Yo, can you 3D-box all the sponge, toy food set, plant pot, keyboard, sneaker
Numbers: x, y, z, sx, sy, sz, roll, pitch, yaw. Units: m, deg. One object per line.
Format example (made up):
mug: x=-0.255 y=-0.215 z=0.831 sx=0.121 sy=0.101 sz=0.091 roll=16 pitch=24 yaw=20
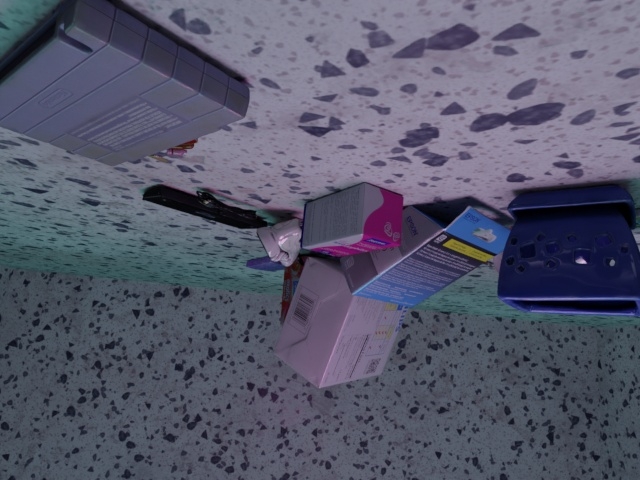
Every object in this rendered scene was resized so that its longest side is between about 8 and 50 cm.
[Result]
sponge: x=-0.200 y=0.095 z=1.945 sx=0.117 sy=0.031 sz=0.210 roll=14 pitch=166 yaw=-33
toy food set: x=-0.252 y=-0.167 z=0.825 sx=0.122 sy=0.019 sz=0.077 roll=-14 pitch=158 yaw=37
plant pot: x=0.481 y=0.025 z=0.928 sx=0.235 sy=0.212 sz=0.236 roll=-3 pitch=166 yaw=34
keyboard: x=-0.260 y=-0.077 z=1.202 sx=0.201 sy=0.033 sz=0.317 roll=1 pitch=169 yaw=44
sneaker: x=-0.079 y=-0.001 z=1.312 sx=0.118 sy=0.110 sz=0.292 roll=-30 pitch=175 yaw=2

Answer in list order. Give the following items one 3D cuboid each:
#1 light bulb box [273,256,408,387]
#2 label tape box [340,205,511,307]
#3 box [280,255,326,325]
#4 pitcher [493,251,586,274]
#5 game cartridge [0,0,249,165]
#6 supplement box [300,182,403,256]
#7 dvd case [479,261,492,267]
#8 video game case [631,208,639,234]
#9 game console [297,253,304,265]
light bulb box: x=0.089 y=0.263 z=1.627 sx=0.225 sy=0.358 sz=0.361 roll=28 pitch=-169 yaw=37
label tape box: x=0.257 y=0.020 z=1.159 sx=0.249 sy=0.115 sz=0.347 roll=17 pitch=133 yaw=-42
box: x=-0.054 y=0.189 z=1.780 sx=0.128 sy=0.257 sz=0.122 roll=-3 pitch=168 yaw=37
pitcher: x=0.536 y=0.039 z=1.221 sx=0.207 sy=0.126 sz=0.178 roll=-4 pitch=-176 yaw=-9
game cartridge: x=-0.290 y=-0.188 z=0.656 sx=0.354 sy=0.068 sz=0.230 roll=-6 pitch=167 yaw=40
supplement box: x=0.064 y=-0.038 z=1.056 sx=0.111 sy=0.114 sz=0.220 roll=14 pitch=163 yaw=-32
dvd case: x=0.490 y=0.073 z=1.599 sx=0.119 sy=0.013 sz=0.087 roll=12 pitch=166 yaw=-30
video game case: x=0.690 y=-0.042 z=0.986 sx=0.143 sy=0.019 sz=0.157 roll=15 pitch=165 yaw=-36
game console: x=-0.108 y=0.035 z=1.557 sx=0.071 sy=0.107 sz=0.122 roll=-24 pitch=167 yaw=0
